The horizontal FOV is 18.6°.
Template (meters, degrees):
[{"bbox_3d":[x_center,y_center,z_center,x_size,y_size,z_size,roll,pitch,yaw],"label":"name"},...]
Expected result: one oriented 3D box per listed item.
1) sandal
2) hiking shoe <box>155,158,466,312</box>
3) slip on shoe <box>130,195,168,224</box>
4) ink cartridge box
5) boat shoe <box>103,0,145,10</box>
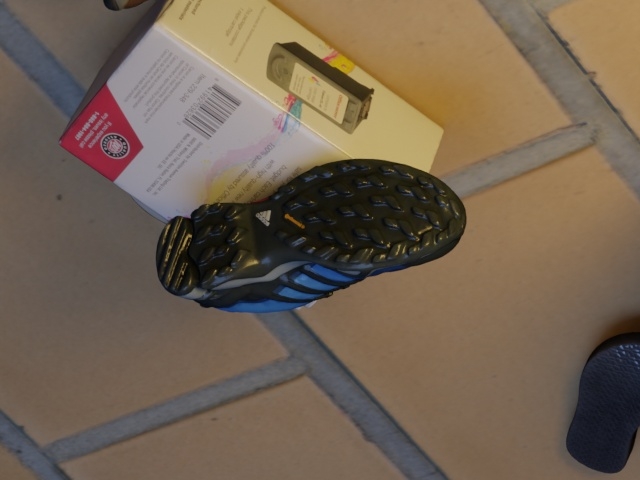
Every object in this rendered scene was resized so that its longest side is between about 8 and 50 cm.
[{"bbox_3d":[0.319,0.162,2.083,0.097,0.054,0.254,28,147,6],"label":"sandal"},{"bbox_3d":[0.000,0.000,1.851,0.304,0.113,0.132,-8,160,20],"label":"hiking shoe"},{"bbox_3d":[-0.151,-0.031,2.095,0.135,0.051,0.041,26,149,-11],"label":"slip on shoe"},{"bbox_3d":[-0.069,-0.102,1.925,0.306,0.131,0.226,35,136,-13],"label":"ink cartridge box"},{"bbox_3d":[-0.123,-0.271,1.723,0.120,0.123,0.324,3,177,-15],"label":"boat shoe"}]
